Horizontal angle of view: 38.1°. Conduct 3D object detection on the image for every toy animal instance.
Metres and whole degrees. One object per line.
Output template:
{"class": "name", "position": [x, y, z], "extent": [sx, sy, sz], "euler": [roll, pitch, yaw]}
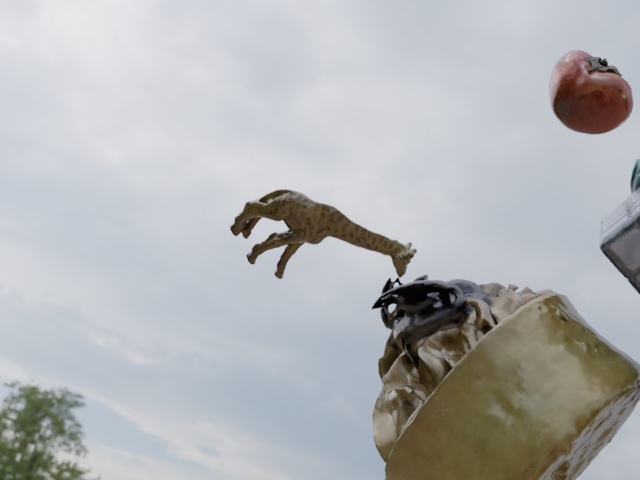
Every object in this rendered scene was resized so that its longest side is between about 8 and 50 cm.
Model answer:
{"class": "toy animal", "position": [-0.002, -0.009, 1.316], "extent": [0.275, 0.054, 0.149], "euler": [-4, -67, 24]}

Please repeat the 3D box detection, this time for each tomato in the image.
{"class": "tomato", "position": [0.459, -0.247, 1.619], "extent": [0.159, 0.091, 0.139], "euler": [38, -29, 19]}

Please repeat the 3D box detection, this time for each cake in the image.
{"class": "cake", "position": [0.175, 0.172, 1.111], "extent": [0.321, 0.332, 0.332], "euler": [42, -13, 28]}

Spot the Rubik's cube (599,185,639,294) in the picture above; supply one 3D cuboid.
{"class": "Rubik's cube", "position": [0.470, 0.001, 1.021], "extent": [0.238, 0.237, 0.237], "euler": [-42, -96, 20]}

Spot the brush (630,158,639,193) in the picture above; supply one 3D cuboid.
{"class": "brush", "position": [0.428, -0.072, 1.218], "extent": [0.032, 0.043, 0.193], "euler": [17, -2, 21]}
